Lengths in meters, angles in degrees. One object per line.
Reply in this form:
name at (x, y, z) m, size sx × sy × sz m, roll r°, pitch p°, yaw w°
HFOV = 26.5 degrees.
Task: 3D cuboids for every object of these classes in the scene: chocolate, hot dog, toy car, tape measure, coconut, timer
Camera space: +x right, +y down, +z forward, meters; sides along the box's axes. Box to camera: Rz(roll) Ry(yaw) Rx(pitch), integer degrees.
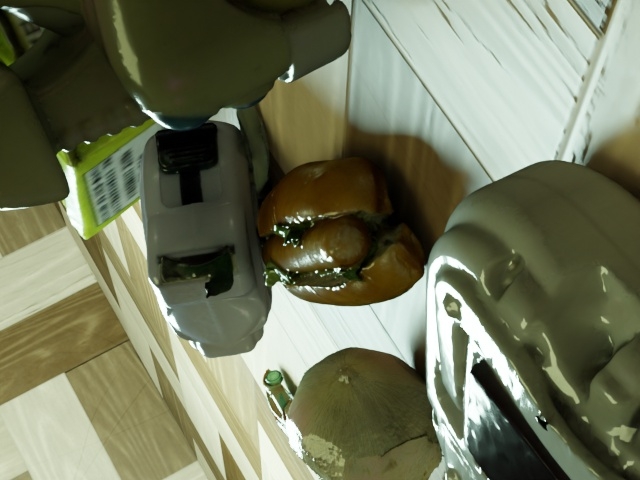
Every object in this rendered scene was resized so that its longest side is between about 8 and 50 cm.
chocolate at (-0.251, -0.180, 1.343) m, size 0.288 × 0.137 × 0.301 m, roll 61°, pitch 168°, yaw 8°
hot dog at (0.000, 0.000, 0.894) m, size 0.100 × 0.068 × 0.249 m, roll 62°, pitch 167°, yaw -3°
toy car at (-0.034, 0.183, 1.448) m, size 0.122 × 0.035 × 0.059 m, roll 43°, pitch 160°, yaw 50°
toy car at (-0.147, -0.214, 0.687) m, size 0.336 × 0.226 × 0.242 m, roll 67°, pitch 166°, yaw -22°
tape measure at (-0.081, -0.011, 1.071) m, size 0.196 × 0.105 × 0.178 m, roll 75°, pitch -174°, yaw -70°
coconut at (0.031, 0.130, 0.956) m, size 0.110 × 0.110 × 0.124 m, roll 51°, pitch 169°, yaw 41°
timer at (0.131, 0.106, 0.570) m, size 0.262 × 0.087 × 0.237 m, roll 53°, pitch 163°, yaw 34°
